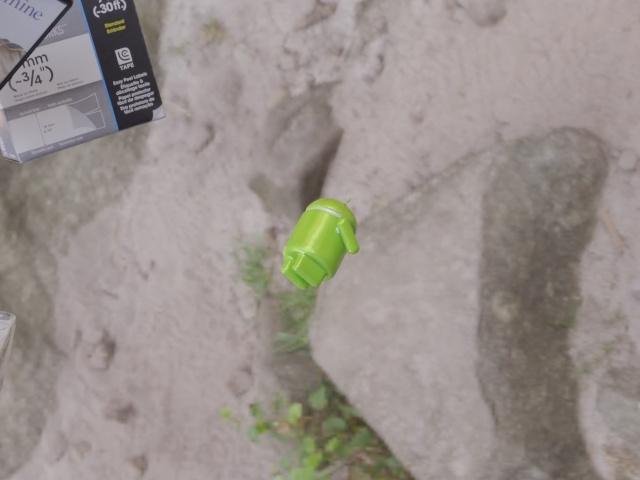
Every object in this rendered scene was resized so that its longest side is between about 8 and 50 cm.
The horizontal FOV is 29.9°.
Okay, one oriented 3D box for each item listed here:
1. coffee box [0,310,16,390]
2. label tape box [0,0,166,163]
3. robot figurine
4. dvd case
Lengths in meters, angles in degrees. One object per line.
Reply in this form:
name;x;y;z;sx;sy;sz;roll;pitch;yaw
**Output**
coffee box;-0.482;0.226;0.990;0.338;0.334;0.338;-101;28;-74
label tape box;-0.399;-0.310;1.788;0.106;0.240;0.334;17;125;62
robot figurine;0.000;0.000;1.388;0.101;0.067;0.115;-18;38;54
dvd case;-0.466;-0.276;1.562;0.253;0.180;0.022;-40;39;31
